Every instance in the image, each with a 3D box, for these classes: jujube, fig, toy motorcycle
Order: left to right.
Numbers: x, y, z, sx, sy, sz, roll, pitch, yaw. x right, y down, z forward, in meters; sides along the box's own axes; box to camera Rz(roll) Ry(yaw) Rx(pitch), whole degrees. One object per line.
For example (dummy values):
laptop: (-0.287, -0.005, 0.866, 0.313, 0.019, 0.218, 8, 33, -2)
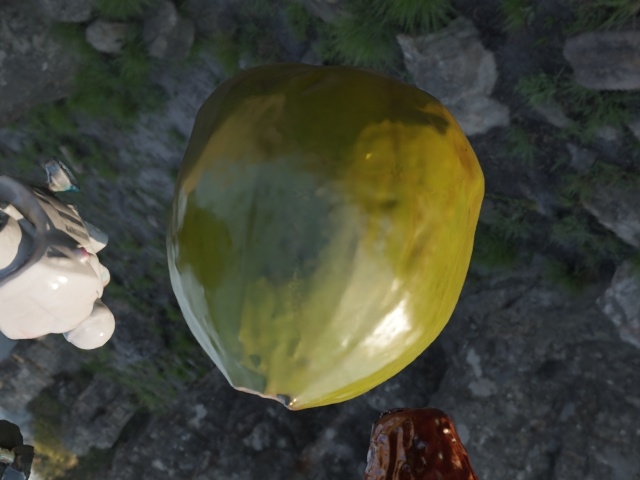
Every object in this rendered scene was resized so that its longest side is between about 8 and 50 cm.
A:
toy motorcycle: (-0.238, 0.021, 0.630, 0.171, 0.110, 0.260, 57, 176, 0)
fig: (-0.006, -0.001, 0.733, 0.343, 0.343, 0.343, 29, 155, 15)
jujube: (0.131, 0.366, 0.942, 0.197, 0.290, 0.197, -3, 157, -1)

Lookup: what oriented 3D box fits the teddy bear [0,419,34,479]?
teddy bear: (-0.432, 0.245, 0.711, 0.251, 0.171, 0.144, 15, -152, -27)
